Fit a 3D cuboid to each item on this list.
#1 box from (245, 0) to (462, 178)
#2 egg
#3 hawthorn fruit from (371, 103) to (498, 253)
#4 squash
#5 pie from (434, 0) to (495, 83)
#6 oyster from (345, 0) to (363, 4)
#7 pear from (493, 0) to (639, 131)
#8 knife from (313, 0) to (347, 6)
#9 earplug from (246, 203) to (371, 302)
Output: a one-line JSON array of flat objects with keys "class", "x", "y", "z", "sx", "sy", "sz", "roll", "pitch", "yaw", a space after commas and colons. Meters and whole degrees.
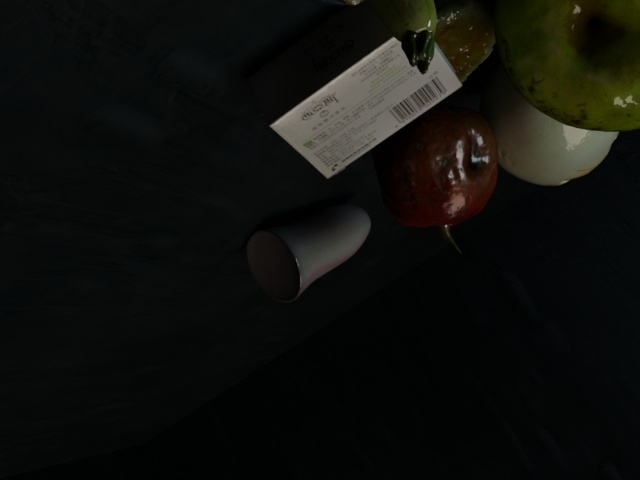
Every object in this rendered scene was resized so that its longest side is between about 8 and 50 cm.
[{"class": "box", "x": 0.053, "y": -0.233, "z": 1.510, "sx": 0.260, "sy": 0.111, "sz": 0.194, "roll": -32, "pitch": 148, "yaw": 12}, {"class": "egg", "x": 0.461, "y": -0.264, "z": 2.036, "sx": 0.283, "sy": 0.283, "sz": 0.345, "roll": -30, "pitch": 163, "yaw": -6}, {"class": "hawthorn fruit", "x": 0.221, "y": -0.146, "z": 1.998, "sx": 0.258, "sy": 0.258, "sz": 0.262, "roll": -12, "pitch": 129, "yaw": -54}, {"class": "squash", "x": 0.084, "y": -0.297, "z": 1.222, "sx": 0.094, "sy": 0.224, "sz": 0.094, "roll": -22, "pitch": 165, "yaw": -6}, {"class": "pie", "x": 0.164, "y": -0.306, "z": 1.697, "sx": 0.323, "sy": 0.071, "sz": 0.323, "roll": -25, "pitch": 162, "yaw": -9}, {"class": "oyster", "x": 0.110, "y": -0.374, "z": 1.335, "sx": 0.200, "sy": 0.061, "sz": 0.106, "roll": -35, "pitch": 167, "yaw": 16}, {"class": "pear", "x": 0.460, "y": -0.353, "z": 1.570, "sx": 0.391, "sy": 0.391, "sz": 0.391, "roll": -29, "pitch": 167, "yaw": -8}, {"class": "knife", "x": 0.011, "y": -0.331, "z": 1.371, "sx": 0.031, "sy": 0.018, "sz": 0.121, "roll": -36, "pitch": 168, "yaw": 27}, {"class": "earplug", "x": 0.000, "y": 0.000, "z": 2.287, "sx": 0.301, "sy": 0.172, "sz": 0.172, "roll": -29, "pitch": 168, "yaw": -38}]
